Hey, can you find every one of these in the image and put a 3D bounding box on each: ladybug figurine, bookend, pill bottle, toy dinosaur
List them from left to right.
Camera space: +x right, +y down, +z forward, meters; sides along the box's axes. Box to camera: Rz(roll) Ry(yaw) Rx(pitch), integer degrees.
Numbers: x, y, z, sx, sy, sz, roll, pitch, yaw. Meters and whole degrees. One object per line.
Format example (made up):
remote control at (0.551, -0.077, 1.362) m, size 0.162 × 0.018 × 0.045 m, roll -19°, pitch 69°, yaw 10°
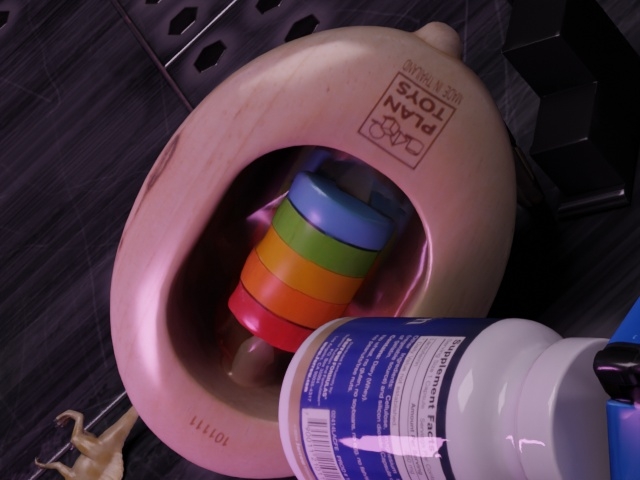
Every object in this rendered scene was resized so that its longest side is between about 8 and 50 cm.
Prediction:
toy dinosaur at (-0.221, 0.208, 1.819) m, size 0.093 × 0.053 × 0.183 m, roll 34°, pitch 89°, yaw 38°
ladybug figurine at (0.000, 0.000, 1.584) m, size 0.449 × 0.305 × 0.162 m, roll -55°, pitch 3°, yaw 24°
pill bottle at (0.108, 0.133, 1.388) m, size 0.265 × 0.153 × 0.153 m, roll -1°, pitch 55°, yaw 45°
bookend at (0.210, -0.128, 1.609) m, size 0.072 × 0.156 × 0.157 m, roll -14°, pitch 48°, yaw 36°

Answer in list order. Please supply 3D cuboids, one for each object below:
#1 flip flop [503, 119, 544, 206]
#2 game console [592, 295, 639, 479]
flip flop at (0.113, -0.083, 1.694) m, size 0.080 × 0.112 × 0.277 m, roll -38°, pitch 31°, yaw -11°
game console at (0.342, 0.122, 1.211) m, size 0.293 × 0.173 × 0.250 m, roll 6°, pitch 46°, yaw 45°
